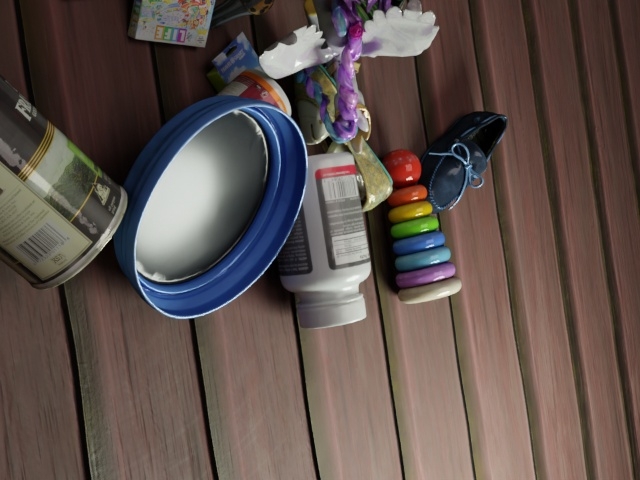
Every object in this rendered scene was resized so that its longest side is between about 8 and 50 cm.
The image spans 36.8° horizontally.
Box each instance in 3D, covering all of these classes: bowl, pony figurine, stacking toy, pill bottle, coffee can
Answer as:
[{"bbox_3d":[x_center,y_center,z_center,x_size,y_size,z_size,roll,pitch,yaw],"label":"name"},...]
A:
[{"bbox_3d":[-0.180,-0.058,1.603,0.391,0.077,0.391,-35,141,-34],"label":"bowl"},{"bbox_3d":[0.039,-0.372,1.715,0.351,0.302,0.364,82,0,-73],"label":"pony figurine"},{"bbox_3d":[0.203,-0.036,2.082,0.141,0.141,0.330,-15,92,-45],"label":"stacking toy"},{"bbox_3d":[-0.165,-0.193,1.700,0.221,0.121,0.121,-46,118,-21],"label":"pill bottle"},{"bbox_3d":[0.000,0.000,1.831,0.176,0.176,0.319,-11,93,-46],"label":"pill bottle"},{"bbox_3d":[-0.443,-0.089,1.373,0.275,0.201,0.201,47,55,-32],"label":"coffee can"}]

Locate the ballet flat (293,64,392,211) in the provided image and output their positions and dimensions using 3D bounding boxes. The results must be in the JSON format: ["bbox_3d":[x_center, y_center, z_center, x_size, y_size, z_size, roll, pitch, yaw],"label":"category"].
[{"bbox_3d":[0.027,-0.201,1.936,0.348,0.123,0.123,56,50,-25],"label":"ballet flat"}]

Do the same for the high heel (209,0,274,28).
[{"bbox_3d":[-0.095,-0.503,1.784,0.093,0.186,0.261,45,56,-28],"label":"high heel"}]

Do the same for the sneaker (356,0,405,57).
[{"bbox_3d":[0.127,-0.540,2.027,0.134,0.146,0.344,33,48,-38],"label":"sneaker"}]

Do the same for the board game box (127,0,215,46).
[{"bbox_3d":[-0.259,-0.399,1.690,0.154,0.026,0.103,-5,117,-46],"label":"board game box"}]

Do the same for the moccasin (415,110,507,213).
[{"bbox_3d":[0.328,-0.200,2.231,0.138,0.116,0.342,52,52,-28],"label":"moccasin"}]

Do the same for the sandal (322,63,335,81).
[{"bbox_3d":[0.029,-0.372,2.004,0.067,0.040,0.179,49,57,-30],"label":"sandal"}]

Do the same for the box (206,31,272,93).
[{"bbox_3d":[-0.139,-0.289,1.819,0.178,0.042,0.109,56,50,-25],"label":"box"}]
